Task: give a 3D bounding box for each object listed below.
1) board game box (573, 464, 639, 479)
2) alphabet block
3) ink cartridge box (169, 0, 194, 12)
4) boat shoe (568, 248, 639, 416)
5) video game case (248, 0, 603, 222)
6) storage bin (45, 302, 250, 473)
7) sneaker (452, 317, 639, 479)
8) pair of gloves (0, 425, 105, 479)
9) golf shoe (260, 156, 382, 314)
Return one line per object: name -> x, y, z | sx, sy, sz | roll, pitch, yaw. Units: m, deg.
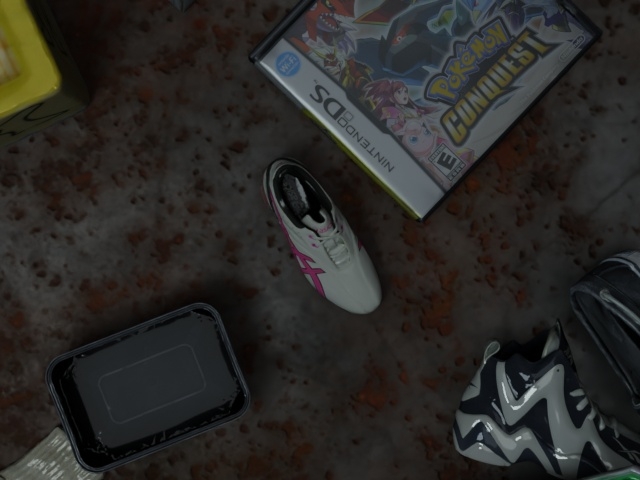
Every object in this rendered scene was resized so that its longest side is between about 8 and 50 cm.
board game box -> 0.210, 0.443, 1.216 | 0.390, 0.050, 0.389 | -23, 93, 32
alphabet block -> -0.349, -0.182, 1.195 | 0.192, 0.197, 0.193 | -27, 93, -3
ink cartridge box -> -0.159, -0.432, 1.231 | 0.309, 0.130, 0.272 | 43, 88, -4
boat shoe -> 0.358, 0.151, 1.260 | 0.102, 0.108, 0.301 | -28, 81, -31
video game case -> 0.108, -0.200, 1.301 | 0.248, 0.035, 0.275 | 44, 89, -3
storage bin -> -0.170, 0.145, 1.263 | 0.180, 0.084, 0.122 | -21, 89, -5
sneaker -> 0.262, 0.161, 1.290 | 0.235, 0.094, 0.153 | 11, 100, 6
pair of gloves -> -0.280, 0.336, 1.293 | 0.204, 0.042, 0.240 | -33, 92, -2
golf shoe -> 0.000, 0.000, 1.277 | 0.067, 0.086, 0.186 | -36, 95, -3
